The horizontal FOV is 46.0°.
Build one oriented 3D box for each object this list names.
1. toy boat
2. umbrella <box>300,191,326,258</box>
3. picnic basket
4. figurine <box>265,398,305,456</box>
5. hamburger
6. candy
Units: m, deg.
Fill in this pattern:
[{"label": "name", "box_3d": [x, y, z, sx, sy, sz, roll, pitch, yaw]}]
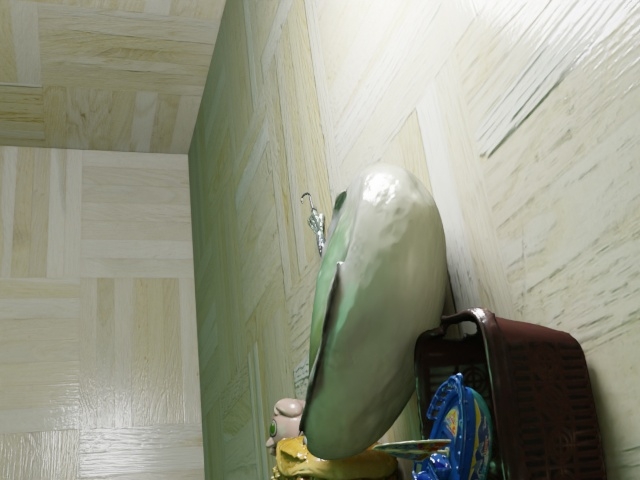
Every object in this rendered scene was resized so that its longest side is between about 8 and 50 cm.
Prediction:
[{"label": "toy boat", "box_3d": [0.103, 0.198, 0.711, 0.091, 0.110, 0.175, -117, 33, -59]}, {"label": "umbrella", "box_3d": [0.004, -0.003, 1.602, 0.044, 0.044, 0.269, -35, 54, 22]}, {"label": "picnic basket", "box_3d": [0.201, 0.226, 0.802, 0.222, 0.129, 0.296, 132, 137, -67]}, {"label": "figurine", "box_3d": [-0.055, 0.398, 1.617, 0.138, 0.125, 0.125, -56, 35, 38]}, {"label": "hamburger", "box_3d": [0.028, 0.380, 1.234, 0.214, 0.214, 0.108, 167, 106, -72]}, {"label": "candy", "box_3d": [0.075, 0.088, 1.041, 0.427, 0.186, 0.386, 96, -175, -54]}]
